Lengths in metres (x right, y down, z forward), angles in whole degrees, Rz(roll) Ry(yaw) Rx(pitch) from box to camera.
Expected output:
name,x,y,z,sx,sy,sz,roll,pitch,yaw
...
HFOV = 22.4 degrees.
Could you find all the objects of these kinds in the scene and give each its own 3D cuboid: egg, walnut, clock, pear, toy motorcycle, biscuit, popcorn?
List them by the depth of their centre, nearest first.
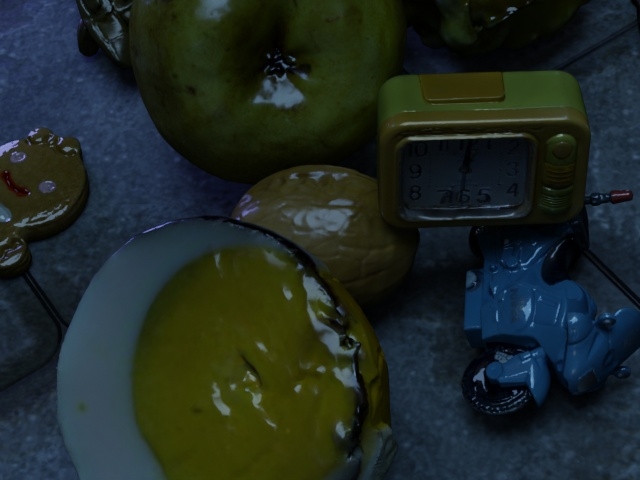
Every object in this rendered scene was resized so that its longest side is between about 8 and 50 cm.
name,x,y,z,sx,sy,sz,roll,pitch,yaw
egg,-0.071,0.153,1.530,0.337,0.201,0.337,-5,76,21
clock,0.156,-0.088,1.578,0.202,0.143,0.096,-2,46,1
toy motorcycle,0.233,0.053,1.620,0.182,0.123,0.272,-7,51,16
walnut,0.000,0.000,1.671,0.206,0.159,0.159,5,53,13
pear,-0.060,-0.206,1.761,0.304,0.304,0.304,-4,52,5
biscuit,-0.367,-0.037,1.830,0.249,0.035,0.184,-34,55,-18
popcorn,0.181,-0.376,1.863,0.321,0.290,0.326,-25,74,-32

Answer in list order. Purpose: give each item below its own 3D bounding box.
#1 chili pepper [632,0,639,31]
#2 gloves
name,x,y,z,sx,sy,sz,roll,pitch,yaw
chili pepper,0.509,-0.366,1.870,0.305,0.229,0.251,-9,48,-12
gloves,-0.233,-0.342,1.983,0.154,0.141,0.331,-5,52,3
